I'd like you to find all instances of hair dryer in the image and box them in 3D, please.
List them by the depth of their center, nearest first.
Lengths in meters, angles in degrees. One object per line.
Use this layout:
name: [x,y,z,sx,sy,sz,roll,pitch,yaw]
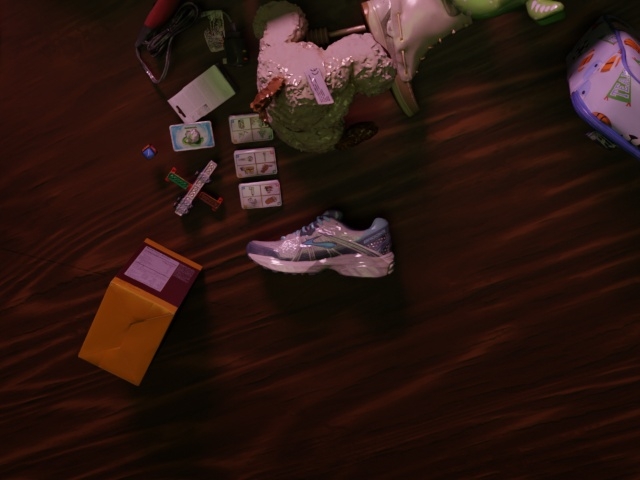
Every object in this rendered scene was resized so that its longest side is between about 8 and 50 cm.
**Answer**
hair dryer: [-0.244,-0.416,1.172,0.223,0.080,0.294,-2,107,18]

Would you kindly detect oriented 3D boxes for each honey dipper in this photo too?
honey dipper: [0.055,-0.355,1.191,0.160,0.030,0.030,-8,113,10]

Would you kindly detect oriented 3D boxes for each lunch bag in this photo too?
lunch bag: [0.488,-0.204,1.047,0.243,0.303,0.115,33,127,-9]

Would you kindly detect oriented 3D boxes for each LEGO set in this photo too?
LEGO set: [-0.204,-0.142,1.325,0.244,0.060,0.182,-7,113,-2]

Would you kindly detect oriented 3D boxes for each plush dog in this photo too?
plush dog: [-0.024,-0.228,1.159,0.262,0.211,0.225,26,159,19]

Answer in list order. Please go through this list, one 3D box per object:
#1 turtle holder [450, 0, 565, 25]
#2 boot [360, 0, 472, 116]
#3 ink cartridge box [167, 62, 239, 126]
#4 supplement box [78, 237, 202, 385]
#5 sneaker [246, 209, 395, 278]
turtle holder: [0.337,-0.441,1.023,0.320,0.243,0.227,-9,102,46]
boot: [0.174,-0.321,1.164,0.165,0.077,0.213,-22,122,6]
ink cartridge box: [-0.211,-0.262,1.270,0.115,0.029,0.063,-31,107,20]
supplement box: [-0.347,0.136,1.379,0.129,0.194,0.191,28,115,-5]
sneaker: [0.000,0.000,1.337,0.283,0.110,0.122,2,97,4]
